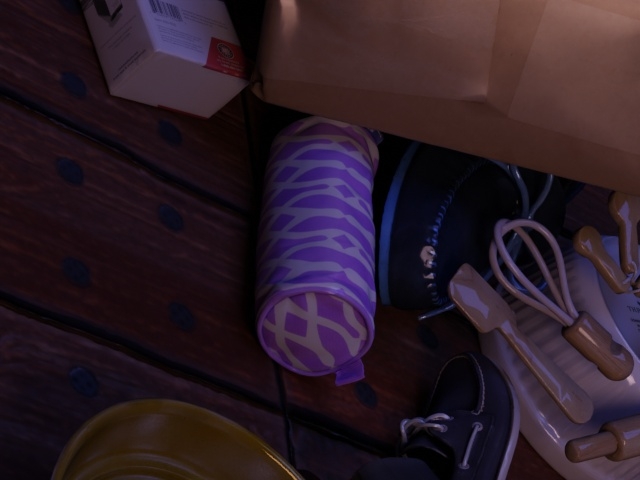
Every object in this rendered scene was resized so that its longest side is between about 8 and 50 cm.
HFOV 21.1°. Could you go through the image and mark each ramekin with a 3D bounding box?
[{"bbox_3d":[0.235,0.093,1.380,0.207,0.109,0.207,34,35,-28],"label":"ramekin"}]

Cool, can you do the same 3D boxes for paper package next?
[{"bbox_3d":[0.131,-0.182,1.304,0.324,0.168,0.309,14,21,0],"label":"paper package"}]

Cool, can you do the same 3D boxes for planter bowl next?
[{"bbox_3d":[-0.075,0.196,0.878,0.217,0.090,0.217,33,35,-27],"label":"planter bowl"}]

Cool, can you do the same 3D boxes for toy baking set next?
[{"bbox_3d":[0.204,0.066,1.254,0.256,0.030,0.197,-14,81,-33],"label":"toy baking set"}]

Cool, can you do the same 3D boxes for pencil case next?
[{"bbox_3d":[0.000,0.000,1.200,0.206,0.086,0.088,-84,151,-48],"label":"pencil case"}]

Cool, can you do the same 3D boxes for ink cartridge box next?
[{"bbox_3d":[-0.118,-0.164,1.236,0.099,0.056,0.135,12,49,-47],"label":"ink cartridge box"}]

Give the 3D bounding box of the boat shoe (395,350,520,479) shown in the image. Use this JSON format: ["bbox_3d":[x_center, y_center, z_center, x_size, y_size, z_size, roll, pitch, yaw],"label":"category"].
[{"bbox_3d":[0.086,0.142,1.166,0.065,0.075,0.206,40,37,-24],"label":"boat shoe"}]

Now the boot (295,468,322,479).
[{"bbox_3d":[0.009,0.238,0.992,0.219,0.082,0.106,-106,170,-50],"label":"boot"}]

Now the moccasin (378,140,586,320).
[{"bbox_3d":[0.138,-0.041,1.339,0.116,0.138,0.342,12,27,17],"label":"moccasin"}]

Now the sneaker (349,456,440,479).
[{"bbox_3d":[0.093,0.213,1.057,0.118,0.083,0.222,55,-3,39],"label":"sneaker"}]
